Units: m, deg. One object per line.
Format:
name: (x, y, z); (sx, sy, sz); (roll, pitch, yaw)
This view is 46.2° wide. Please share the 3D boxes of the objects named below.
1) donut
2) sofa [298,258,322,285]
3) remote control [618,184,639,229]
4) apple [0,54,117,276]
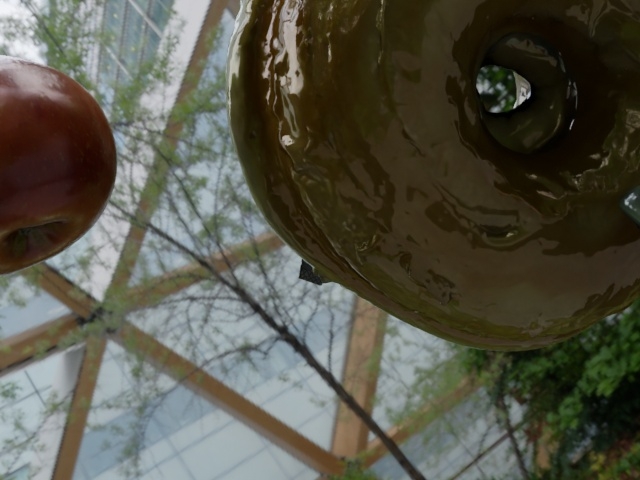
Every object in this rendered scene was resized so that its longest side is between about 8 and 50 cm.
donut: (0.144, -0.121, 0.620); (0.448, 0.449, 0.198); (-36, 13, -10)
sofa: (0.000, 0.000, 1.056); (0.060, 0.039, 0.118); (-65, -12, -50)
remote control: (0.265, 0.041, 0.417); (0.090, 0.309, 0.038); (31, -73, -20)
apple: (-0.225, -0.049, 0.530); (0.163, 0.139, 0.163); (-28, -26, -15)
